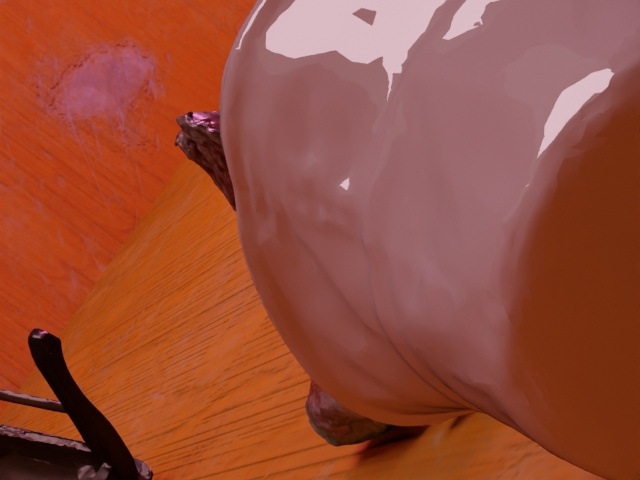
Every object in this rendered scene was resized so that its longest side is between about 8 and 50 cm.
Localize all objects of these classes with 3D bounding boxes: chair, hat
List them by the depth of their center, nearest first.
[{"bbox_3d":[0.079,-0.016,0.515,0.203,0.203,0.126,-52,24,6],"label":"hat"},{"bbox_3d":[-0.213,0.192,1.272,0.186,0.319,0.160,10,54,29],"label":"chair"}]

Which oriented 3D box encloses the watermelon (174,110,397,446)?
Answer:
[{"bbox_3d":[0.024,-0.003,0.824,0.121,0.158,0.098,-26,8,-3],"label":"watermelon"}]
